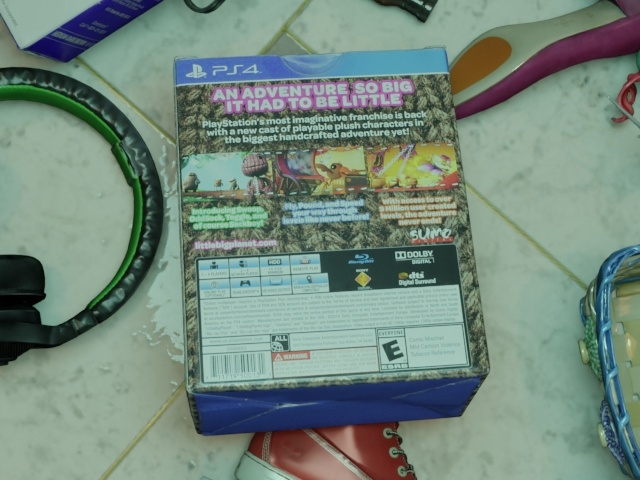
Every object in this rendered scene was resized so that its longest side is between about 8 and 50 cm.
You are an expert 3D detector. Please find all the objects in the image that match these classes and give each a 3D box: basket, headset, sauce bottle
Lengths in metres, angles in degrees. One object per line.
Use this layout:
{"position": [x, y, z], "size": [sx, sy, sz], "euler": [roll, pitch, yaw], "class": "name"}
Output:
{"position": [0.332, 0.108, 1.002], "size": [0.201, 0.289, 0.254], "euler": [-10, 81, -13], "class": "basket"}
{"position": [-0.333, 0.008, 1.066], "size": [0.394, 0.185, 0.243], "euler": [-26, 91, -21], "class": "headset"}
{"position": [0.050, -0.247, 1.144], "size": [0.128, 0.042, 0.042], "euler": [29, 83, -3], "class": "sauce bottle"}

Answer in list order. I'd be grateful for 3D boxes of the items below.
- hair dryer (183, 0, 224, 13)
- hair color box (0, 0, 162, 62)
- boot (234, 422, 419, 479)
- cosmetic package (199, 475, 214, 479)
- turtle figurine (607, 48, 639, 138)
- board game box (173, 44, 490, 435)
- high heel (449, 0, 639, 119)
{"position": [-0.135, -0.366, 1.113], "size": [0.223, 0.080, 0.293], "euler": [17, 96, 9], "class": "hair dryer"}
{"position": [-0.138, -0.316, 1.021], "size": [0.339, 0.110, 0.185], "euler": [-30, 86, 12], "class": "hair color box"}
{"position": [0.071, 0.192, 1.082], "size": [0.244, 0.088, 0.176], "euler": [30, 82, 3], "class": "boot"}
{"position": [-0.066, 0.315, 1.001], "size": [0.151, 0.151, 0.183], "euler": [22, 66, 0], "class": "cosmetic package"}
{"position": [0.369, -0.131, 1.118], "size": [0.234, 0.118, 0.175], "euler": [26, 101, -18], "class": "turtle figurine"}
{"position": [0.000, 0.000, 1.028], "size": [0.232, 0.141, 0.291], "euler": [-3, 68, -4], "class": "board game box"}
{"position": [0.220, -0.165, 1.146], "size": [0.244, 0.082, 0.117], "euler": [-39, 128, 3], "class": "high heel"}
